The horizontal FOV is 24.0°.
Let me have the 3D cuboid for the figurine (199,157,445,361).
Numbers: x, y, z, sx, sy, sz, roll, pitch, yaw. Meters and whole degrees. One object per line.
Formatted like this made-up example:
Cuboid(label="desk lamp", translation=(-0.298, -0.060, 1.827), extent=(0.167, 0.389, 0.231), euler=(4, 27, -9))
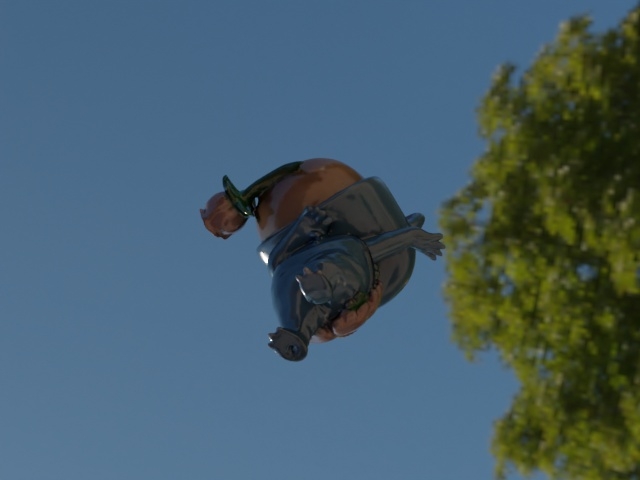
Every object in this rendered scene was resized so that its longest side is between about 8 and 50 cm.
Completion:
Cuboid(label="figurine", translation=(-0.005, 0.000, 1.000), extent=(0.144, 0.114, 0.178), euler=(41, -155, -6))
